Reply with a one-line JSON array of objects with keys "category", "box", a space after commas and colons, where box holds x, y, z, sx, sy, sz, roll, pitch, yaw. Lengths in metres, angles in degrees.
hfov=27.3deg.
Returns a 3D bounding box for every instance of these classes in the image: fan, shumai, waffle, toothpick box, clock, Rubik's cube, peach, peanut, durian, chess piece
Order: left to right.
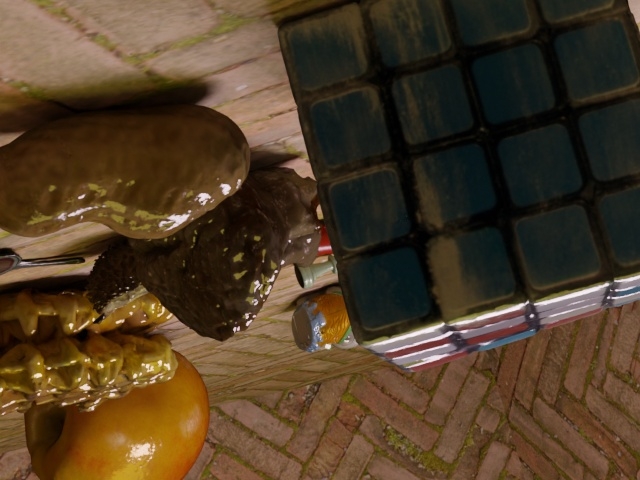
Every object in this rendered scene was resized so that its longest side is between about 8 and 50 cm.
[{"category": "fan", "box": [-0.356, 0.031, 1.434, 0.220, 0.009, 0.132, -6, 168, -36]}, {"category": "waffle", "box": [-0.342, 0.145, 1.668, 0.324, 0.151, 0.261, -9, 163, -47]}, {"category": "peanut", "box": [-0.159, -0.052, 1.040, 0.226, 0.108, 0.095, -7, 172, -29]}, {"category": "durian", "box": [-0.220, 0.038, 1.495, 0.140, 0.071, 0.110, -37, 168, 19]}, {"category": "peach", "box": [-0.318, 0.303, 2.169, 0.308, 0.288, 0.289, 3, 160, -41]}, {"category": "shumai", "box": [-0.083, -0.007, 1.330, 0.176, 0.166, 0.206, -36, -174, -41]}, {"category": "toothpick box", "box": [0.000, 0.000, 1.681, 0.083, 0.047, 0.047, -9, 167, -28]}, {"category": "chess piece", "box": [0.011, 0.036, 1.913, 0.093, 0.042, 0.042, -20, 171, -16]}, {"category": "clock", "box": [0.034, 0.133, 2.255, 0.144, 0.103, 0.231, -14, 171, -16]}, {"category": "Rubik's cube", "box": [0.133, -0.054, 1.038, 0.256, 0.258, 0.253, -17, 170, 7]}]
